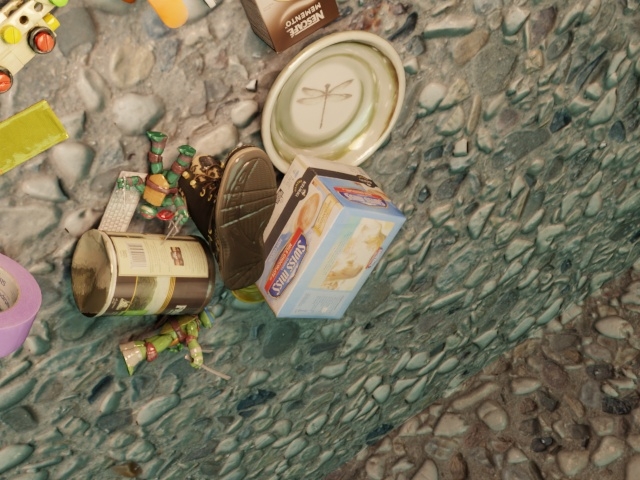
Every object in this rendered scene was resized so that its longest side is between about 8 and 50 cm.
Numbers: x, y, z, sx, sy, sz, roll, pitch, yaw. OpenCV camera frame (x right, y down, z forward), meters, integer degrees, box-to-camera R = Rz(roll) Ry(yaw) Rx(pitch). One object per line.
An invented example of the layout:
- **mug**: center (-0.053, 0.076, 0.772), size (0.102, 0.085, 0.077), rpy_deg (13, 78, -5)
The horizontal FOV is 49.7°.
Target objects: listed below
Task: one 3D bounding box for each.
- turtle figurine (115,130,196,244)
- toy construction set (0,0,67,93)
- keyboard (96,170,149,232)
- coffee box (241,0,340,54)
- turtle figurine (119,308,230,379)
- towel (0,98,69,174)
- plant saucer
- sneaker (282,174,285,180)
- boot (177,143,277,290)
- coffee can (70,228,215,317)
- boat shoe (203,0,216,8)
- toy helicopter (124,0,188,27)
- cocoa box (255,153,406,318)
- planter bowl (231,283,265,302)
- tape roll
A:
- **turtle figurine**: center (-0.372, -0.120, 1.569), size (0.175, 0.118, 0.234), rpy_deg (19, 109, -14)
- **toy construction set**: center (-0.566, -0.379, 1.152), size (0.327, 0.151, 0.215), rpy_deg (-37, 141, -4)
- **keyboard**: center (-0.481, -0.054, 1.634), size (0.072, 0.014, 0.256), rpy_deg (7, 122, -41)
- **coffee box**: center (-0.091, -0.553, 1.386), size (0.168, 0.119, 0.297), rpy_deg (-35, 140, -7)
- **turtle figurine**: center (-0.400, 0.317, 1.903), size (0.266, 0.198, 0.275), rpy_deg (-18, 132, -19)
- **towel**: center (-0.632, -0.186, 1.385), size (0.237, 0.021, 0.102), rpy_deg (-32, 141, -10)
- **plant saucer**: center (0.019, -0.336, 1.692), size (0.400, 0.100, 0.401), rpy_deg (-21, 137, -21)
- **sneaker**: center (-0.056, -0.097, 1.866), size (0.130, 0.087, 0.228), rpy_deg (6, 117, -34)
- **boot**: center (-0.222, -0.105, 1.575), size (0.138, 0.284, 0.378), rpy_deg (-18, 137, -24)
- **coffee can**: center (-0.420, 0.080, 1.647), size (0.275, 0.201, 0.202), rpy_deg (4, 124, -44)
- **boat shoe**: center (-0.226, -0.542, 1.334), size (0.083, 0.065, 0.183), rpy_deg (-35, 140, -5)
- **toy helicopter**: center (-0.352, -0.466, 1.122), size (0.140, 0.235, 0.355), rpy_deg (-55, 156, 18)
- **cocoa box**: center (0.000, 0.000, 1.741), size (0.231, 0.228, 0.347), rpy_deg (8, 123, -42)
- **planter bowl**: center (-0.170, 0.064, 1.926), size (0.217, 0.090, 0.217), rpy_deg (-21, 136, -22)
- **tape roll**: center (-0.720, 0.120, 1.404), size (0.274, 0.275, 0.090), rpy_deg (8, 121, -42)
